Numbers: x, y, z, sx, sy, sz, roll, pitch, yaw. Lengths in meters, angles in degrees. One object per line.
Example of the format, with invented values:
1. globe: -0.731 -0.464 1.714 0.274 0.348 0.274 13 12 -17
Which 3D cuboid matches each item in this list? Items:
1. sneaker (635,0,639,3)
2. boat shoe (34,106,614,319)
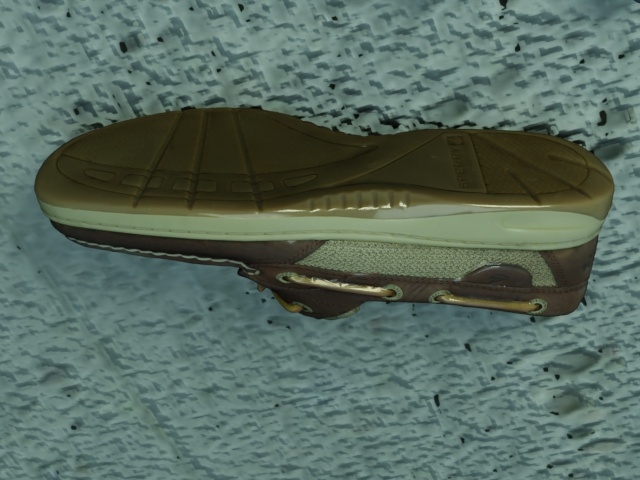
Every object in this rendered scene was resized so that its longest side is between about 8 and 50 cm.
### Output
1. sneaker: 0.173 -0.190 0.618 0.059 0.053 0.144 -8 125 10
2. boat shoe: 0.000 0.000 0.735 0.341 0.123 0.123 1 124 -2
